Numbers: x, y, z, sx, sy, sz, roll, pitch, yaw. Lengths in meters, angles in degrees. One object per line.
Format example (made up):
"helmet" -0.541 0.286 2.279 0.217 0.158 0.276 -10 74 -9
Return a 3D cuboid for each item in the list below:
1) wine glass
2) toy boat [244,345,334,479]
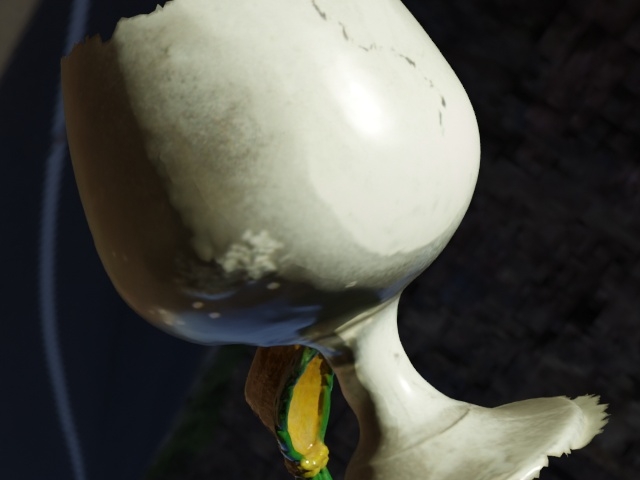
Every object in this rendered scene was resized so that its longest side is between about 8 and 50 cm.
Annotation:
"wine glass" 0.000 0.000 0.922 0.238 0.323 0.238 -24 -174 3
"toy boat" -0.003 0.108 1.266 0.089 0.088 0.229 -41 158 -44
